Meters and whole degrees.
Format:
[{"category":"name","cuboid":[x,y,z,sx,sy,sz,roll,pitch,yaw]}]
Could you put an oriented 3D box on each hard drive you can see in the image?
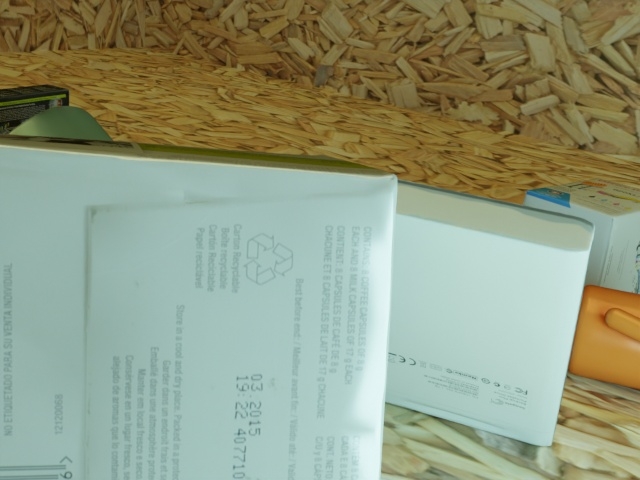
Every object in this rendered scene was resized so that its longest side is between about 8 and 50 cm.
[{"category":"hard drive","cuboid":[0.146,0.086,0.912,0.233,0.353,0.047,13,53,19]}]

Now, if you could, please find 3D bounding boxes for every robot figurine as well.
[{"category":"robot figurine","cuboid":[0.411,0.133,1.157,0.219,0.158,0.128,11,42,14]}]

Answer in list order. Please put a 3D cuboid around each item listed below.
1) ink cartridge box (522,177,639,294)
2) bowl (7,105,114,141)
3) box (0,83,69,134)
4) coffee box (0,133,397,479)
[{"category":"ink cartridge box","cuboid":[0.474,0.000,1.489,0.233,0.168,0.171,-11,25,-42]},{"category":"bowl","cuboid":[-0.327,-0.001,1.129,0.163,0.311,0.311,32,25,11]},{"category":"box","cuboid":[-0.572,-0.160,1.558,0.060,0.216,0.270,16,22,28]},{"category":"coffee box","cuboid":[-0.144,0.089,0.712,0.338,0.337,0.334,3,7,-9]}]
